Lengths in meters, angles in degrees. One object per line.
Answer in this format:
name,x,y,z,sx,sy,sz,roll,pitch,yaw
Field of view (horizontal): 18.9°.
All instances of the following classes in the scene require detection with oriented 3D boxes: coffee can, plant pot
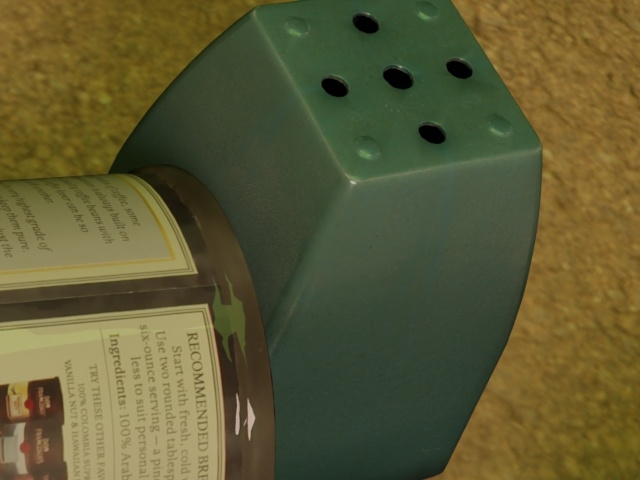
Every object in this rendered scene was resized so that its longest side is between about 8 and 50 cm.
coffee can,-0.184,0.075,0.800,0.275,0.201,0.201,-4,54,-26
plant pot,0.000,0.000,0.920,0.165,0.234,0.165,-10,57,-31
